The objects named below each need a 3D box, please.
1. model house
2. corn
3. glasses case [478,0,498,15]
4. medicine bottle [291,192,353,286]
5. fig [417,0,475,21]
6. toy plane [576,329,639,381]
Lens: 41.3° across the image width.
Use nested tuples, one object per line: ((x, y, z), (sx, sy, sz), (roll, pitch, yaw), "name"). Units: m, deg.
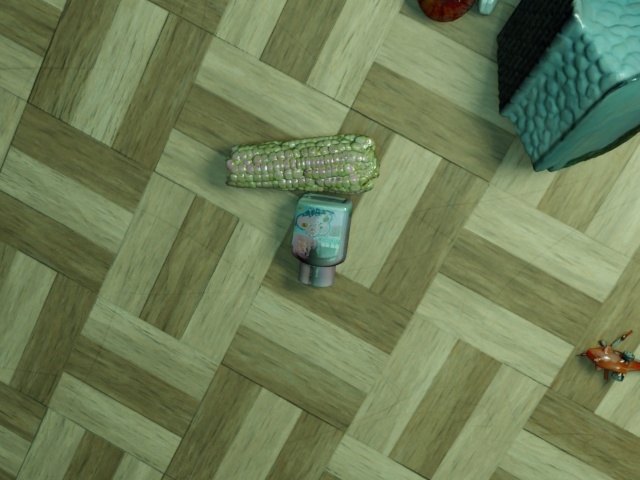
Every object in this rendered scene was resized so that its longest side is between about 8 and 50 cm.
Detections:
((0.477, -0.359, 1.570), (0.297, 0.360, 0.339), (-23, 74, -21), "model house")
((-0.040, -0.160, 1.794), (0.335, 0.126, 0.127), (1, 103, 14), "corn")
((0.346, -0.530, 1.658), (0.045, 0.067, 0.178), (17, 105, 7), "glasses case")
((0.000, 0.000, 1.827), (0.119, 0.094, 0.188), (9, 104, 7), "medicine bottle")
((0.249, -0.501, 1.654), (0.128, 0.150, 0.128), (0, 71, 0), "fig")
((0.649, 0.267, 1.780), (0.194, 0.077, 0.126), (35, 115, -8), "toy plane")
